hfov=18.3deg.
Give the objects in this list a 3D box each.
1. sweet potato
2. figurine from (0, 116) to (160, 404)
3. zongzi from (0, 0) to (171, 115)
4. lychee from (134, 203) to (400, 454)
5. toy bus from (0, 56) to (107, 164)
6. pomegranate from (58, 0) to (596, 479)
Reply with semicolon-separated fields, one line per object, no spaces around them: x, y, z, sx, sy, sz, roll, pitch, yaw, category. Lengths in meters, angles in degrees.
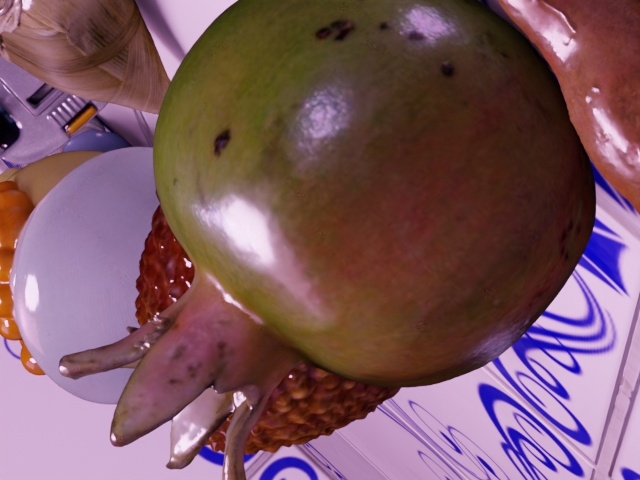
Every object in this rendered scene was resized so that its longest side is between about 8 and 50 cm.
0.108;-0.046;0.656;0.195;0.056;0.056;49;171;-2;sweet potato
-0.193;-0.032;1.702;0.224;0.205;0.382;47;-169;-35;figurine
-0.146;-0.136;1.235;0.197;0.099;0.194;36;174;-16;zongzi
-0.025;0.029;1.174;0.194;0.194;0.194;43;171;9;lychee
-0.245;-0.165;1.438;0.209;0.126;0.136;47;179;-14;toy bus
0.000;0.000;0.791;0.181;0.224;0.181;39;177;2;pomegranate
